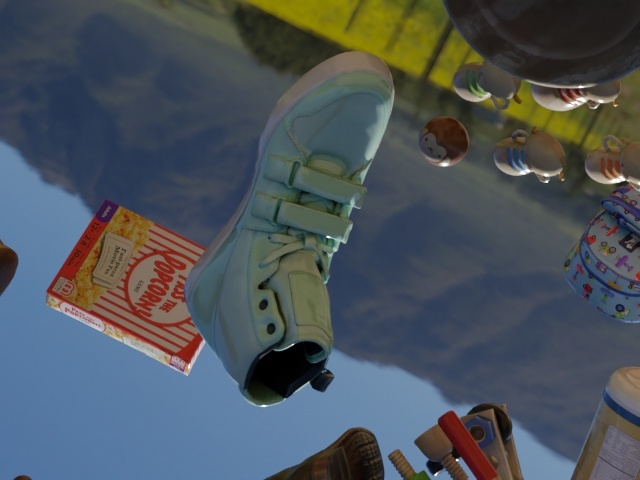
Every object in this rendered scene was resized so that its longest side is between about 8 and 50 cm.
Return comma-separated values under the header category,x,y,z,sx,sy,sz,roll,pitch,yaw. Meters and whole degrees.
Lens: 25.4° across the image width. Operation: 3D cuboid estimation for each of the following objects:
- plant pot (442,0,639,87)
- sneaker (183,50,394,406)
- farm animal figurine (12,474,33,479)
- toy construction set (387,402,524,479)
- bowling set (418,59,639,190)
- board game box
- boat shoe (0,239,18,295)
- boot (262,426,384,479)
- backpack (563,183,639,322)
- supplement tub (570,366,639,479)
category,x,y,z,sx,sy,sz,roll,pitch,yaw
plant pot,0.224,-0.271,1.150,0.323,0.323,0.280,27,-138,2
sneaker,0.000,0.000,1.017,0.094,0.256,0.151,13,-151,-34
farm animal figurine,-0.339,0.418,1.555,0.327,0.330,0.172,19,158,0
toy construction set,0.185,0.342,1.702,0.237,0.257,0.309,55,168,15
bowling set,0.215,-0.128,1.484,0.287,0.200,0.154,54,169,-10
board game box,-0.212,0.055,1.728,0.194,0.146,0.045,26,152,3
boat shoe,-0.353,0.072,1.240,0.073,0.207,0.073,31,162,28
boot,0.000,0.264,1.610,0.106,0.082,0.219,-17,173,18
backpack,0.395,0.011,1.768,0.158,0.173,0.117,44,151,30
supplement tub,0.355,0.255,1.559,0.144,0.199,0.144,16,-165,-4
